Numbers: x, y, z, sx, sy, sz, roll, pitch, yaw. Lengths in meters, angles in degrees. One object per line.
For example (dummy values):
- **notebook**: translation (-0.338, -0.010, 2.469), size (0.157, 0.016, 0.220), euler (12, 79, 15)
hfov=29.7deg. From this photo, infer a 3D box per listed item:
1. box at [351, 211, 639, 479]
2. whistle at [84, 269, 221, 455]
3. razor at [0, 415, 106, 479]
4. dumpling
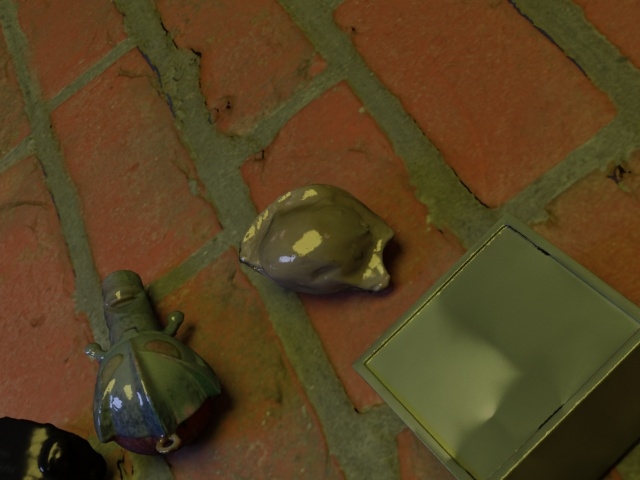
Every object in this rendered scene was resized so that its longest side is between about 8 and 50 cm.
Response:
- **box**: translation (0.193, 0.129, 1.169), size (0.225, 0.117, 0.225), euler (-44, 42, -2)
- **whistle**: translation (-0.215, 0.148, 1.467), size (0.142, 0.134, 0.346), euler (-42, 33, 7)
- **razor**: translation (-0.381, 0.368, 1.414), size (0.189, 0.107, 0.327), euler (-1, 56, 37)
- **dumpling**: translation (0.000, 0.000, 1.425), size (0.199, 0.118, 0.136), euler (16, 68, 20)
